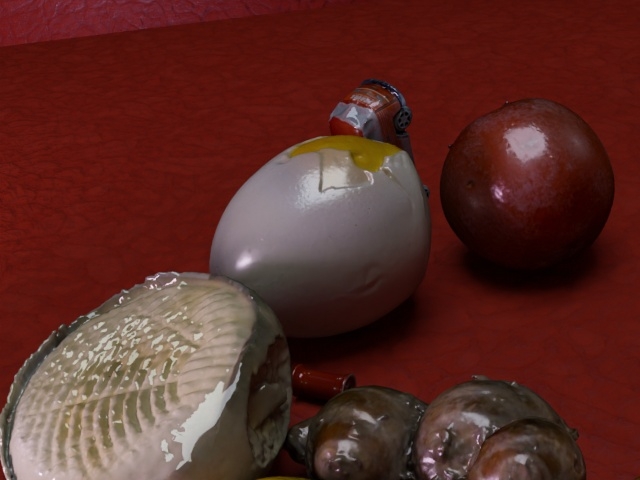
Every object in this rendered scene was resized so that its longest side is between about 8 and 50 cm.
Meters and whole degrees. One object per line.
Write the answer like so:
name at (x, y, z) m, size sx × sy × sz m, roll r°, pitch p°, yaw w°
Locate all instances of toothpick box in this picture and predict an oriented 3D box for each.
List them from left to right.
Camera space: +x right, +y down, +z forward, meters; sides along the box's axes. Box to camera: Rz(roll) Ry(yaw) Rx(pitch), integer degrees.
toothpick box at (0.002, 0.195, 1.259) m, size 0.083 × 0.047 × 0.047 m, roll 7°, pitch 33°, yaw 27°

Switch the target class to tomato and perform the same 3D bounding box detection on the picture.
tomato at (0.321, -0.077, 1.439) m, size 0.265 × 0.264 × 0.265 m, roll -6°, pitch 30°, yaw 4°

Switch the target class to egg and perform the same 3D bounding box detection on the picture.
egg at (0.000, 0.000, 1.365) m, size 0.345 × 0.283 × 0.283 m, roll -26°, pitch 33°, yaw -13°

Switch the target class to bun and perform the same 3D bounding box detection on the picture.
bun at (-0.187, 0.215, 1.112) m, size 0.365 × 0.202 × 0.364 m, roll -16°, pitch 35°, yaw 12°

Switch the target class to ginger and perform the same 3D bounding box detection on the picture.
ginger at (0.116, 0.234, 1.015) m, size 0.375 × 0.176 × 0.256 m, roll -1°, pitch -1°, yaw 33°

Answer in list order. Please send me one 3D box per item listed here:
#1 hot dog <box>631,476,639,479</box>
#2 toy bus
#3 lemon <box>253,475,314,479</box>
hot dog at (0.385, 0.322, 0.920) m, size 0.100 × 0.068 × 0.249 m, roll -31°, pitch 33°, yaw -17°
toy bus at (0.097, -0.137, 1.601) m, size 0.120 × 0.265 × 0.121 m, roll -34°, pitch 38°, yaw -25°
lemon at (-0.028, 0.322, 0.905) m, size 0.244 × 0.186 × 0.187 m, roll -5°, pitch 26°, yaw 37°
